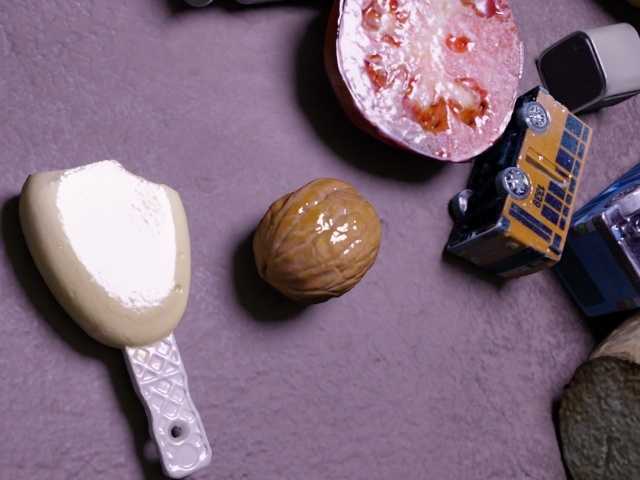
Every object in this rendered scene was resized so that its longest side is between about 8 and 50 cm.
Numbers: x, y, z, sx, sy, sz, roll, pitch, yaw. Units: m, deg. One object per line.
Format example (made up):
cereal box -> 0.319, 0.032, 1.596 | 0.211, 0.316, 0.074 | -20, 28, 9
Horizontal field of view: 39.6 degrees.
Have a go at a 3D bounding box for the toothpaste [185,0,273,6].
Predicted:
toothpaste -> -0.009, -0.281, 0.864 | 0.299, 0.073, 0.114 | -25, 89, -41

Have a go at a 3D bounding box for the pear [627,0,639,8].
pear -> 0.475, -0.434, 1.042 | 0.348, 0.348, 0.348 | 9, 71, -28

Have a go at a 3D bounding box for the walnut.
walnut -> 0.000, 0.000, 0.762 | 0.124, 0.105, 0.105 | -30, 91, -37

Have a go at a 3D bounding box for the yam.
yam -> 0.369, 0.135, 0.895 | 0.304, 0.168, 0.168 | -31, 92, -33

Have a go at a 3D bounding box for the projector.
projector -> 0.310, -0.193, 1.006 | 0.082, 0.083, 0.083 | -15, 83, -33

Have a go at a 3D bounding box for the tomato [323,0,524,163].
tomato -> 0.091, -0.176, 0.872 | 0.225, 0.085, 0.225 | 4, 83, -31

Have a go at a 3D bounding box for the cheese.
cheese -> -0.140, 0.058, 0.692 | 0.127, 0.050, 0.255 | -19, 87, -34

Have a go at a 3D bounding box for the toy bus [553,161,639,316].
toy bus -> 0.362, -0.026, 0.956 | 0.234, 0.133, 0.116 | -33, 90, -28

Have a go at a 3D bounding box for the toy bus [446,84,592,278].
toy bus -> 0.204, -0.052, 0.899 | 0.103, 0.091, 0.182 | 33, 60, -18
